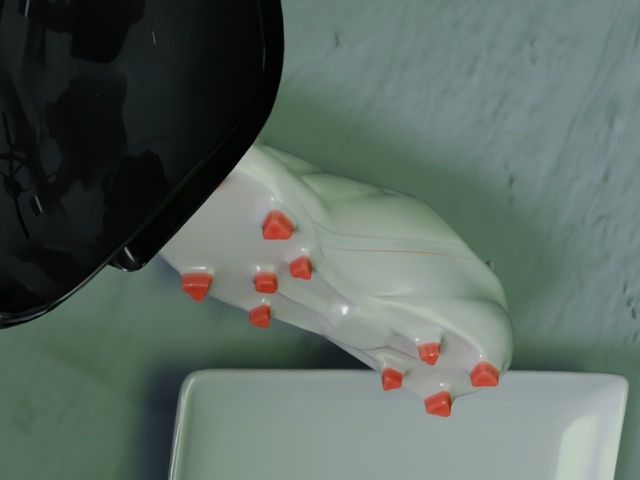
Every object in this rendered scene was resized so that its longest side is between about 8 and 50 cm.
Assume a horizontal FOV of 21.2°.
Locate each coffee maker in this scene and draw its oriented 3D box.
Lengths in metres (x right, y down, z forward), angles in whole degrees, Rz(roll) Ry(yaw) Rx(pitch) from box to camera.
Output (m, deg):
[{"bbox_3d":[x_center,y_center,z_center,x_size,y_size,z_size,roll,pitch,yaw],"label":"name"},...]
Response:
[{"bbox_3d":[-0.103,-0.073,0.387,0.171,0.178,0.120,-66,150,-19],"label":"coffee maker"}]

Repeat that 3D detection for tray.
[{"bbox_3d":[0.031,0.124,0.740,0.270,0.030,0.145,4,95,-42],"label":"tray"}]

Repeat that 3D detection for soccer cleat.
[{"bbox_3d":[0.000,0.000,0.671,0.196,0.068,0.076,33,41,-31],"label":"soccer cleat"}]
